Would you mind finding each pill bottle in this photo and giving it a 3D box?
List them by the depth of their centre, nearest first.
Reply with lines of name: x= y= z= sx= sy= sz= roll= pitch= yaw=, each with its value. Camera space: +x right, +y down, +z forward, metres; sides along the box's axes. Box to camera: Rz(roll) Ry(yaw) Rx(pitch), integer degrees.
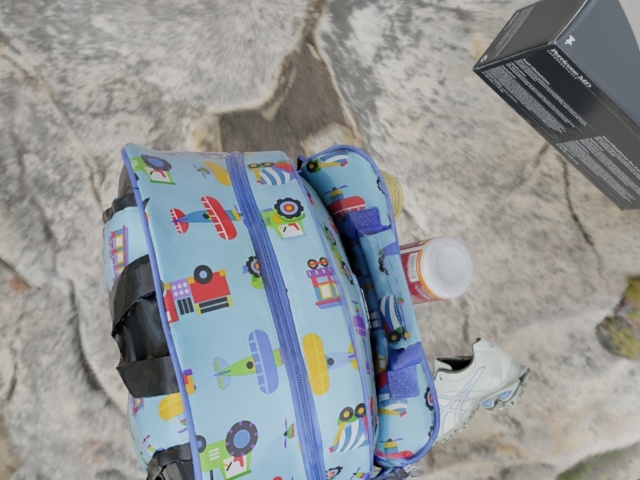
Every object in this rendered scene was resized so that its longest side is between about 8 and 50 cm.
pill bottle: x=0.133 y=0.044 z=1.444 sx=0.086 sy=0.152 sz=0.086 roll=5 pitch=80 yaw=-30

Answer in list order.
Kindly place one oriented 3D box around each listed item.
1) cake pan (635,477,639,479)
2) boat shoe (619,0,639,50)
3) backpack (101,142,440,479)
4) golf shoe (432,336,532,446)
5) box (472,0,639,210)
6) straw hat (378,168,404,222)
cake pan: x=0.260 y=0.290 z=0.804 sx=0.293 sy=0.054 sz=0.293 roll=-12 pitch=118 yaw=-24
boat shoe: x=0.244 y=-0.197 z=0.633 sx=0.127 sy=0.158 sz=0.340 roll=3 pitch=132 yaw=31
backpack: x=-0.021 y=0.034 z=0.400 sx=0.117 sy=0.173 sz=0.158 roll=-12 pitch=77 yaw=-7
golf shoe: x=0.148 y=0.165 z=1.168 sx=0.086 sy=0.069 sz=0.176 roll=46 pitch=125 yaw=-4
box: x=0.324 y=-0.152 z=1.159 sx=0.261 sy=0.184 sz=0.103 roll=40 pitch=80 yaw=-15
straw hat: x=0.033 y=-0.054 z=1.387 sx=0.145 sy=0.061 sz=0.144 roll=-15 pitch=131 yaw=-18
